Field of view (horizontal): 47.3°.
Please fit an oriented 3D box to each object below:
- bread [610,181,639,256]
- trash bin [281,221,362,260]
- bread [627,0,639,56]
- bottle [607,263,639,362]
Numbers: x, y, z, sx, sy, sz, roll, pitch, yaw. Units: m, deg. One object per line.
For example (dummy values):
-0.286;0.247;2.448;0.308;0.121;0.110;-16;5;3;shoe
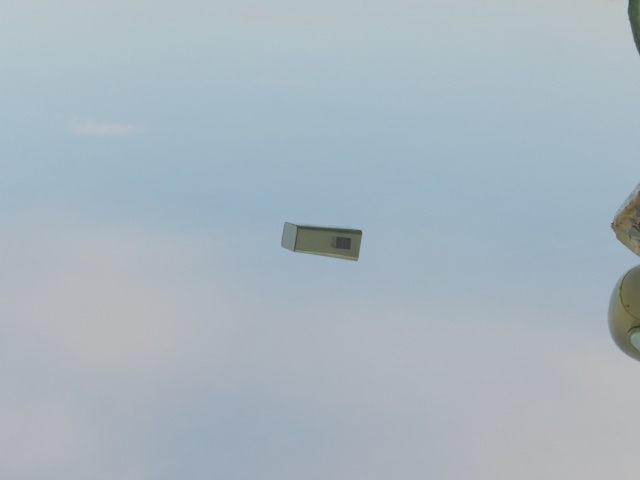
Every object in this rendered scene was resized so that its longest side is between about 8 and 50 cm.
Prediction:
0.765;-0.135;1.506;0.183;0.388;0.236;47;-163;24;bread
0.000;0.000;0.970;0.092;0.042;0.061;5;-175;-22;trash bin
0.629;-0.340;1.008;0.129;0.366;0.382;-19;-124;-46;bread
0.548;0.118;0.921;0.351;0.171;0.171;9;-154;21;bottle
